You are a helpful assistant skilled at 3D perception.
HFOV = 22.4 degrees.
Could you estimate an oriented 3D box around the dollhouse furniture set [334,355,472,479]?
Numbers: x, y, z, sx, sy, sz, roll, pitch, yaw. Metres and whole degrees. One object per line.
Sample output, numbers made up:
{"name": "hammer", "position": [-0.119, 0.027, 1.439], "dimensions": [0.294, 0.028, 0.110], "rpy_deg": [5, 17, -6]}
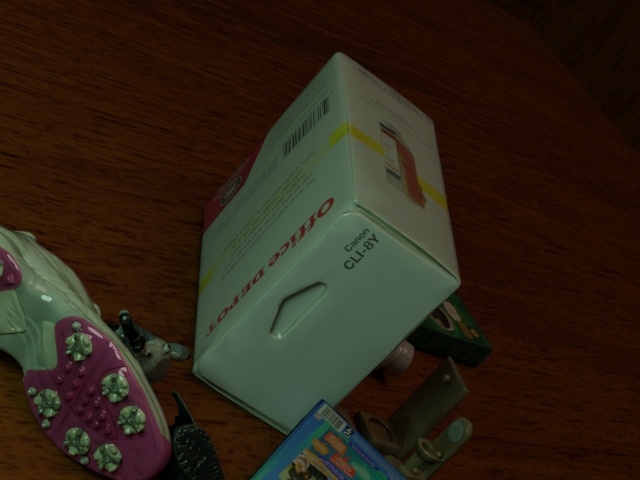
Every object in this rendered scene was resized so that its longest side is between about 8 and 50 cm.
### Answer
{"name": "dollhouse furniture set", "position": [0.085, 0.203, 1.814], "dimensions": [0.151, 0.123, 0.144], "rpy_deg": [23, 29, -39]}

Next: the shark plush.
{"name": "shark plush", "position": [-0.186, 0.107, 1.570], "dimensions": [0.067, 0.073, 0.161], "rpy_deg": [40, -3, 15]}

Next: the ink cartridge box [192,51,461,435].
{"name": "ink cartridge box", "position": [0.000, 0.000, 1.844], "dimensions": [0.160, 0.279, 0.384], "rpy_deg": [35, 24, -19]}

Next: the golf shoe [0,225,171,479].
{"name": "golf shoe", "position": [-0.232, 0.093, 1.511], "dimensions": [0.306, 0.115, 0.140], "rpy_deg": [48, 19, 12]}

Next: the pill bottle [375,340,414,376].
{"name": "pill bottle", "position": [0.057, 0.120, 1.999], "dimensions": [0.116, 0.065, 0.065], "rpy_deg": [34, 24, -20]}

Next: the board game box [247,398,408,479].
{"name": "board game box", "position": [0.008, 0.269, 1.635], "dimensions": [0.160, 0.047, 0.210], "rpy_deg": [44, 29, 3]}

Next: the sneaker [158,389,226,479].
{"name": "sneaker", "position": [-0.119, 0.225, 1.513], "dimensions": [0.051, 0.089, 0.170], "rpy_deg": [-16, 90, -20]}

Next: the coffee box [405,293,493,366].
{"name": "coffee box", "position": [0.146, 0.105, 2.208], "dimensions": [0.184, 0.040, 0.113], "rpy_deg": [19, 31, -45]}
